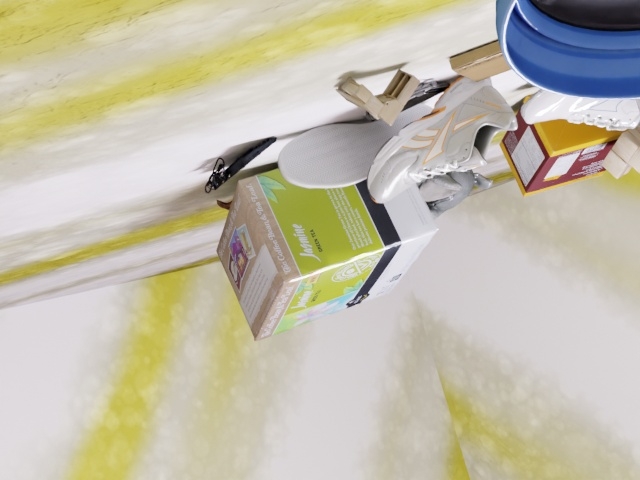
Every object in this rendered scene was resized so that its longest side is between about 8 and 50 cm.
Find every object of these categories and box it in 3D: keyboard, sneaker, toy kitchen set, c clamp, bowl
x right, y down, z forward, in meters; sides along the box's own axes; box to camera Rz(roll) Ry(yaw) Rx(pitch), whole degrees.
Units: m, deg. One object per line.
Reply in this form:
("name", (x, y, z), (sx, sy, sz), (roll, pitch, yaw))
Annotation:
("keyboard", (-0.140, -0.128, 1.833), (0.100, 0.038, 0.192), (-40, -176, -22))
("sneaker", (0.047, -0.135, 1.886), (0.292, 0.108, 0.169), (-16, 173, -23))
("toy kitchen set", (0.071, -0.213, 1.518), (0.083, 0.075, 0.068), (35, 178, -44))
("sneaker", (0.506, -0.252, 2.019), (0.297, 0.129, 0.111), (-15, 178, -1))
("c clamp", (0.129, -0.217, 1.743), (0.137, 0.022, 0.160), (-20, 178, -43))
("bowl", (0.344, -0.251, 0.995), (0.391, 0.077, 0.391), (-8, 160, -3))
("sneaker", (0.188, -0.137, 1.745), (0.262, 0.121, 0.099), (-44, 159, 12))

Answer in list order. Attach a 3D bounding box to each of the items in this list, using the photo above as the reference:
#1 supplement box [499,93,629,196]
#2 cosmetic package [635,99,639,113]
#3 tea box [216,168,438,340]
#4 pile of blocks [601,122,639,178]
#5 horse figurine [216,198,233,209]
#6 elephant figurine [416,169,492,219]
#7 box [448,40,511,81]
("supplement box", (0.487, -0.205, 2.236), (0.191, 0.129, 0.194), (-16, 159, -15))
("cosmetic package", (0.627, -0.217, 1.766), (0.107, 0.127, 0.238), (-12, 176, -45))
("tea box", (0.000, 0.000, 2.164), (0.323, 0.220, 0.329), (-18, 162, -19))
("pile of blocks", (0.699, -0.233, 2.118), (0.362, 0.112, 0.149), (-46, 157, 9))
("horse figurine", (-0.072, -0.084, 2.306), (0.263, 0.066, 0.174), (-7, 159, -30))
("elephant figurine", (0.221, -0.142, 2.311), (0.186, 0.169, 0.239), (-45, 159, -2))
("box", (0.296, -0.274, 1.605), (0.201, 0.021, 0.164), (-19, 176, 19))
